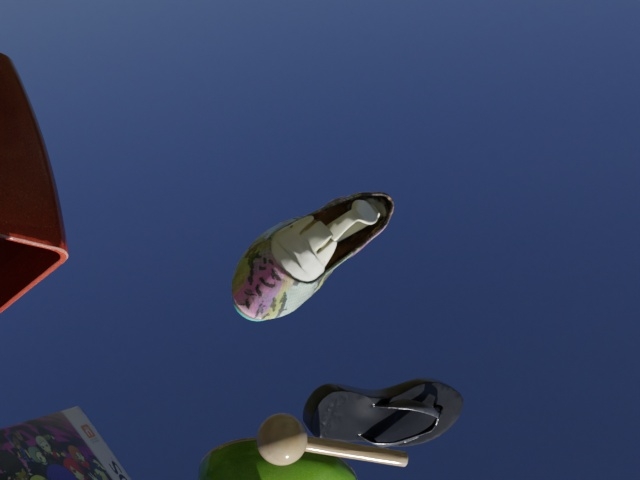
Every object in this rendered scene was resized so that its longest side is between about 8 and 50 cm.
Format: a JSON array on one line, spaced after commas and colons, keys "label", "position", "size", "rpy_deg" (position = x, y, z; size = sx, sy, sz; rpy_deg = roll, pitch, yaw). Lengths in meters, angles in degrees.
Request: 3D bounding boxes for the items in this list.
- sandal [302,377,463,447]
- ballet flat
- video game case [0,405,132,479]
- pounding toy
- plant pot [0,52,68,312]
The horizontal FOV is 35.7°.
[{"label": "sandal", "position": [0.092, 0.239, 1.321], "size": [0.254, 0.097, 0.054], "rpy_deg": [3, -162, -35]}, {"label": "ballet flat", "position": [0.000, 0.000, 0.947], "size": [0.079, 0.077, 0.221], "rpy_deg": [-39, 177, 42]}, {"label": "video game case", "position": [-0.178, 0.225, 0.704], "size": [0.042, 0.210, 0.232], "rpy_deg": [-40, 170, 9]}, {"label": "pounding toy", "position": [-0.038, 0.295, 1.075], "size": [0.182, 0.237, 0.110], "rpy_deg": [23, -134, -19]}, {"label": "plant pot", "position": [-0.420, -0.067, 0.958], "size": [0.267, 0.267, 0.236], "rpy_deg": [-32, -127, 40]}]
